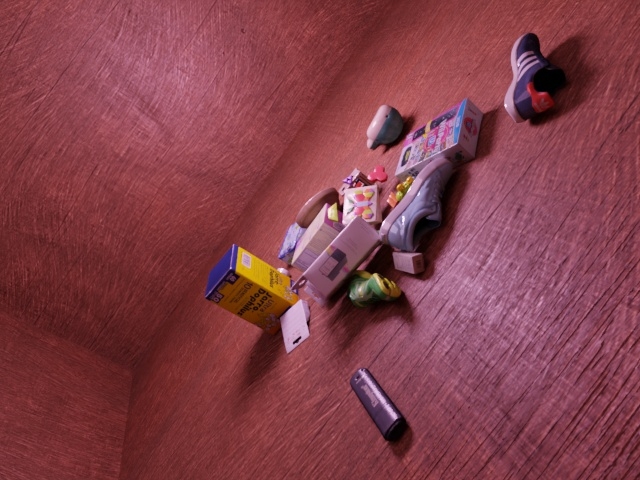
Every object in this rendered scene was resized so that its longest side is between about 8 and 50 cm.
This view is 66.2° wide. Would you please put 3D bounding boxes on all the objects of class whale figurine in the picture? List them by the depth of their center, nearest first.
[{"bbox_3d":[0.292,-0.500,2.257,0.216,0.141,0.272,-62,-1,-15],"label":"whale figurine"}]

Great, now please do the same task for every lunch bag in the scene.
[{"bbox_3d":[-0.121,0.003,2.425,0.176,0.090,0.219,-33,31,49],"label":"lunch bag"}]

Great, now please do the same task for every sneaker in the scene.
[{"bbox_3d":[0.674,-0.518,1.505,0.148,0.131,0.350,-15,52,48],"label":"sneaker"},{"bbox_3d":[0.170,0.173,1.612,0.123,0.109,0.295,-62,14,-7],"label":"sneaker"},{"bbox_3d":[0.357,-0.108,1.620,0.150,0.135,0.366,31,79,34],"label":"sneaker"}]

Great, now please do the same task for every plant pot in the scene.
[{"bbox_3d":[0.013,-0.121,2.231,0.237,0.110,0.237,-39,-17,-14],"label":"plant pot"}]

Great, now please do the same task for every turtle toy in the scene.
[{"bbox_3d":[0.326,-0.180,1.788,0.130,0.095,0.066,-36,9,38],"label":"turtle toy"}]

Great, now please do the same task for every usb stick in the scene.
[{"bbox_3d":[0.152,0.442,1.349,0.077,0.045,0.278,-56,22,3],"label":"usb stick"}]

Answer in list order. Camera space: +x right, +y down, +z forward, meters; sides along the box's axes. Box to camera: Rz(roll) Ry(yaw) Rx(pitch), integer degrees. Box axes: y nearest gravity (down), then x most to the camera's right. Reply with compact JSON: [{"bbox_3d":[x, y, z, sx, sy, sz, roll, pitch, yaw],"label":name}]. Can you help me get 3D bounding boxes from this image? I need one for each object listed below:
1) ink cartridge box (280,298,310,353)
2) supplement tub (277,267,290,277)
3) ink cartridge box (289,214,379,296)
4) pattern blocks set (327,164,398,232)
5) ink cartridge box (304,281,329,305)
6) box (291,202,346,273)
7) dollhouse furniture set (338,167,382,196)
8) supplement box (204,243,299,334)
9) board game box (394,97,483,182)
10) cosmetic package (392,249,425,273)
[{"bbox_3d":[-0.093,0.351,1.992,0.145,0.045,0.179,-44,44,26],"label":"ink cartridge box"},{"bbox_3d":[-0.193,0.194,2.334,0.071,0.071,0.107,-19,43,55],"label":"supplement tub"},{"bbox_3d":[0.065,0.083,1.751,0.353,0.119,0.207,-48,-9,6],"label":"ink cartridge box"},{"bbox_3d":[0.164,-0.137,1.926,0.285,0.026,0.325,-19,56,12],"label":"pattern blocks set"},{"bbox_3d":[0.018,0.160,1.899,0.181,0.104,0.061,-53,-13,9],"label":"ink cartridge box"},{"bbox_3d":[0.000,0.000,2.077,0.243,0.117,0.213,-52,12,22],"label":"box"},{"bbox_3d":[0.153,-0.235,2.138,0.129,0.129,0.183,-53,24,9],"label":"dollhouse furniture set"},{"bbox_3d":[-0.289,0.215,2.124,0.194,0.356,0.195,-47,24,22],"label":"supplement box"},{"bbox_3d":[0.428,-0.347,1.785,0.303,0.097,0.224,-24,39,51],"label":"board game box"},{"bbox_3d":[0.280,0.067,1.564,0.041,0.060,0.115,-15,12,-21],"label":"cosmetic package"}]
